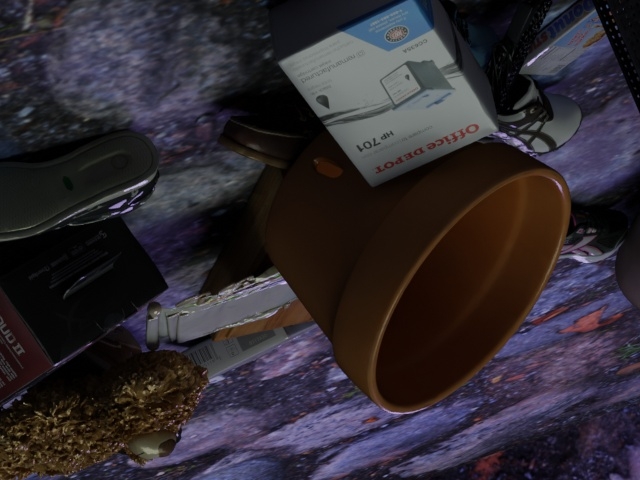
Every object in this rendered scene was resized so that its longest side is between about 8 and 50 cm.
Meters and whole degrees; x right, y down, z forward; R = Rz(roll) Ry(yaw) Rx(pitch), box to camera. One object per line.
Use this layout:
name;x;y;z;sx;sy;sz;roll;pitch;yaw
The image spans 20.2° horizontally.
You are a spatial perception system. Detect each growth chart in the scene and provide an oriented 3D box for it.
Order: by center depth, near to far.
growth chart;-0.096;0.071;2.064;0.237;0.021;0.172;-17;162;-21

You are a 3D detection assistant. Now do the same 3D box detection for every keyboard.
keyboard;0.192;-0.165;1.790;0.100;0.038;0.192;-38;159;-40

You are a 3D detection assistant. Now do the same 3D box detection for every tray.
tray;0.000;0.000;2.134;0.203;0.076;0.411;-12;159;-21

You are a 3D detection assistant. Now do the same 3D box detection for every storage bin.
storage bin;0.313;-0.208;1.689;0.084;0.180;0.122;-20;161;6

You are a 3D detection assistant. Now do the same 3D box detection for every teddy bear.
teddy bear;-0.290;0.231;2.142;0.338;0.113;0.245;-10;152;9

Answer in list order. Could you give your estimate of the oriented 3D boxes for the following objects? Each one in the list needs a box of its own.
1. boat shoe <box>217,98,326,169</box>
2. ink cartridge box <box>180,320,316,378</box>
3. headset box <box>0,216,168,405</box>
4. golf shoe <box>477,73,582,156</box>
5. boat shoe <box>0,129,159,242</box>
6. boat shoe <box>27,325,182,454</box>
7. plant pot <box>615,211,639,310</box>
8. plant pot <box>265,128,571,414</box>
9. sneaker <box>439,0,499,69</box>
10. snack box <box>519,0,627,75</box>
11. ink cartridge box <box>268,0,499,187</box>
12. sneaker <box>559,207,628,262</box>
boat shoe;-0.025;-0.109;1.830;0.207;0.073;0.073;6;112;-57
ink cartridge box;-0.081;0.130;2.482;0.181;0.056;0.225;-28;178;24
headset box;-0.318;0.096;1.926;0.293;0.110;0.218;-33;-178;36
golf shoe;0.222;-0.141;1.950;0.198;0.077;0.094;-6;157;-36
boat shoe;-0.270;-0.037;1.758;0.233;0.084;0.079;-17;161;-15
boat shoe;-0.278;0.169;2.270;0.123;0.120;0.324;-13;151;13
plant pot;0.523;0.025;2.493;0.257;0.256;0.274;-14;177;-15
plant pot;0.081;0.001;1.817;0.291;0.203;0.291;-37;147;-28
sneaker;0.118;-0.196;1.722;0.162;0.063;0.073;-1;151;-42
snack box;0.274;-0.223;1.854;0.064;0.022;0.178;-1;154;-40
ink cartridge box;0.060;-0.156;1.644;0.140;0.082;0.190;-25;133;16
sneaker;0.347;-0.012;2.441;0.178;0.072;0.077;-16;151;-26
